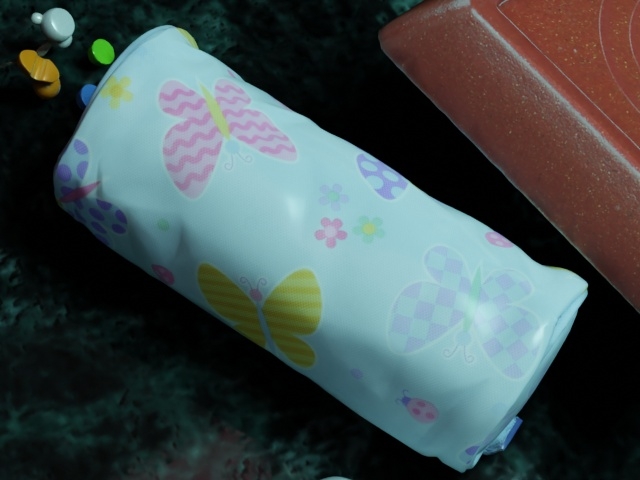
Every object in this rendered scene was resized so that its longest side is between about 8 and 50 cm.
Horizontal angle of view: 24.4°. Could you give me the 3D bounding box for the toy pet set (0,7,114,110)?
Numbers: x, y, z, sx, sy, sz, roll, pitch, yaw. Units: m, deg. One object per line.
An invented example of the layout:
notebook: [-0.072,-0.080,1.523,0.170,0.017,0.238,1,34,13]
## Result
toy pet set: [-0.176,-0.139,0.838,0.114,0.065,0.122,30,56,-35]

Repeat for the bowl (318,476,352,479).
bowl: [0.010,0.187,0.686,0.142,0.053,0.142,-38,75,-28]

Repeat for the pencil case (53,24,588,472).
pencil case: [0.000,0.000,0.753,0.273,0.113,0.124,31,51,6]

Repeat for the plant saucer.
plant saucer: [0.207,-0.091,0.772,0.258,0.047,0.259,-35,72,-26]
